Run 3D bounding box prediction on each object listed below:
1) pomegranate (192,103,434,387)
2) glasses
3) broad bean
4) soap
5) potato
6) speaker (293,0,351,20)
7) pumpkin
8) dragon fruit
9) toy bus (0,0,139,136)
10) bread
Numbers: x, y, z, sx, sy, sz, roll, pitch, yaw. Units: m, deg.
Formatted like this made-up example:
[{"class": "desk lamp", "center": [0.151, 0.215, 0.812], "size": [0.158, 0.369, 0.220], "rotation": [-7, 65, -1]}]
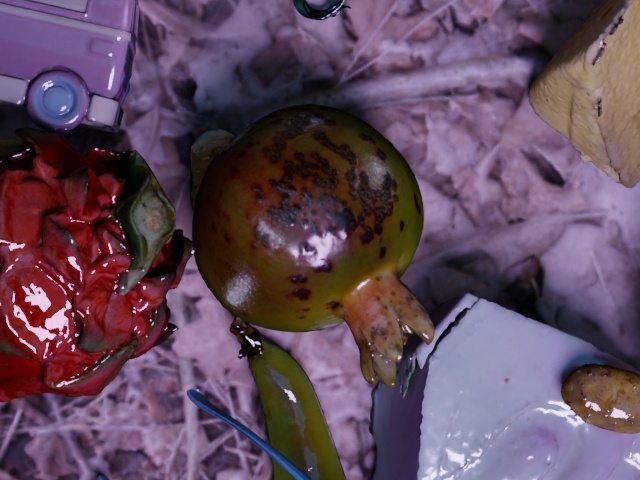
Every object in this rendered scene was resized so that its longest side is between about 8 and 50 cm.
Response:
[{"class": "pomegranate", "center": [-0.006, 0.010, 1.409], "size": [0.198, 0.198, 0.245], "rotation": [-11, 82, -5]}, {"class": "glasses", "center": [-0.071, 0.243, 1.437], "size": [0.189, 0.088, 0.220], "rotation": [-46, 61, 16]}, {"class": "broad bean", "center": [-0.017, 0.203, 1.474], "size": [0.075, 0.067, 0.325], "rotation": [-14, 85, -28]}, {"class": "soap", "center": [0.225, 0.251, 1.440], "size": [0.446, 0.156, 0.261], "rotation": [43, 84, 0]}, {"class": "potato", "center": [0.231, 0.126, 1.353], "size": [0.083, 0.040, 0.051], "rotation": [18, 76, -4]}, {"class": "speaker", "center": [0.005, -0.244, 1.508], "size": [0.075, 0.060, 0.094], "rotation": [15, 121, -3]}, {"class": "pumpkin", "center": [-0.091, -0.057, 1.496], "size": [0.050, 0.028, 0.083], "rotation": [7, 95, -5]}, {"class": "dragon fruit", "center": [-0.240, 0.028, 1.400], "size": [0.234, 0.293, 0.233], "rotation": [15, 68, -44]}, {"class": "toy bus", "center": [-0.257, -0.169, 1.438], "size": [0.203, 0.142, 0.142], "rotation": [12, 91, -4]}, {"class": "bread", "center": [0.304, -0.178, 1.458], "size": [0.135, 0.178, 0.240], "rotation": [41, 83, 0]}]
